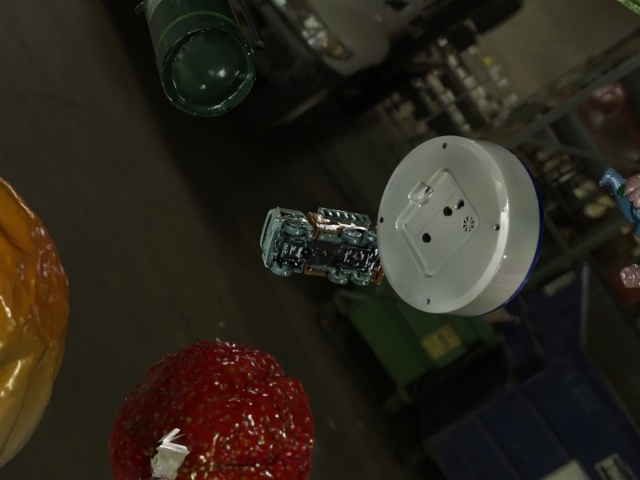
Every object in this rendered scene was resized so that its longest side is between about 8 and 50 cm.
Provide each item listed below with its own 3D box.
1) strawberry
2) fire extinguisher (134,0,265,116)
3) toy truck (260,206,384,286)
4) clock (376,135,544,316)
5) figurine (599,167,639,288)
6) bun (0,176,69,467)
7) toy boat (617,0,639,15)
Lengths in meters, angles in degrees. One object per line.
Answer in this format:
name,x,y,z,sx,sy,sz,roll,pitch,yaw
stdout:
strawberry,-0.127,0.237,1.268,0.250,0.238,0.288,43,2,18
fire extinguisher,-0.131,-0.227,1.133,0.093,0.118,0.294,61,4,-34
toy truck,0.000,-0.001,1.549,0.177,0.080,0.115,8,25,-22
clock,0.174,-0.019,1.420,0.083,0.230,0.230,10,42,-41
figurine,0.416,-0.011,1.348,0.114,0.144,0.178,-4,37,-49
bun,-0.295,0.053,0.894,0.299,0.164,0.299,-13,90,-81
toy boat,0.155,-0.266,0.773,0.293,0.093,0.055,45,4,-9
